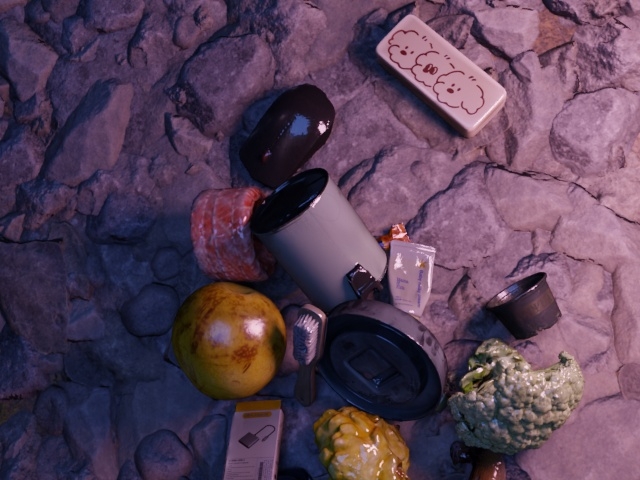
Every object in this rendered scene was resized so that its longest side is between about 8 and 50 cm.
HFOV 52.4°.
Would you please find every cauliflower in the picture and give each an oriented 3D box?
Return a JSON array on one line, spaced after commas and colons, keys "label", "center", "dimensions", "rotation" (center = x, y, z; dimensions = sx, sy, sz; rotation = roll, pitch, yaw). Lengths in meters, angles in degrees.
[{"label": "cauliflower", "center": [0.419, 0.333, 1.441], "dimensions": [0.272, 0.275, 0.250], "rotation": [-58, 33, 27]}]

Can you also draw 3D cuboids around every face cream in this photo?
[{"label": "face cream", "center": [0.212, 0.113, 1.573], "dimensions": [0.114, 0.070, 0.224], "rotation": [11, 78, -4]}]

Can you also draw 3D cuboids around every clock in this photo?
[{"label": "clock", "center": [0.129, 0.269, 1.456], "dimensions": [0.319, 0.319, 0.066], "rotation": [24, 44, 14]}]

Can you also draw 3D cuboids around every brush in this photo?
[{"label": "brush", "center": [-0.037, 0.281, 1.485], "dimensions": [0.070, 0.327, 0.065], "rotation": [23, 43, 21]}]

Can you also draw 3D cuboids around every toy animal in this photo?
[{"label": "toy animal", "center": [0.353, 0.553, 1.463], "dimensions": [0.179, 0.089, 0.188], "rotation": [21, 85, 31]}]

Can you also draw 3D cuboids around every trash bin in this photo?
[{"label": "trash bin", "center": [0.000, 0.000, 1.499], "dimensions": [0.217, 0.277, 0.262], "rotation": [-43, 117, -10]}]

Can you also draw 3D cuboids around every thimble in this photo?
[{"label": "thimble", "center": [-0.205, -0.013, 1.595], "dimensions": [0.162, 0.239, 0.239], "rotation": [-6, 79, 15]}]

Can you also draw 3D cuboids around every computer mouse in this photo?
[{"label": "computer mouse", "center": [-0.088, -0.275, 1.688], "dimensions": [0.168, 0.087, 0.295], "rotation": [41, 92, 12]}]

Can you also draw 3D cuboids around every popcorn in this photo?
[{"label": "popcorn", "center": [0.106, 0.479, 1.448], "dimensions": [0.192, 0.233, 0.266], "rotation": [-47, 49, -5]}]

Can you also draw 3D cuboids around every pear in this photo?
[{"label": "pear", "center": [-0.213, 0.237, 1.535], "dimensions": [0.280, 0.281, 0.281], "rotation": [-2, 80, 11]}]

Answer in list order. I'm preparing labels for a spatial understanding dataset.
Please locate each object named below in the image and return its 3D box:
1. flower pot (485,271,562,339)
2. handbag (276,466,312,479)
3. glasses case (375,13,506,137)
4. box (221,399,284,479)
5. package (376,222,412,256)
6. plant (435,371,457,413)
[{"label": "flower pot", "center": [0.471, 0.154, 1.477], "dimensions": [0.157, 0.157, 0.107], "rotation": [-34, 88, 4]}, {"label": "handbag", "center": [-0.161, 0.700, 1.522], "dimensions": [0.325, 0.118, 0.269], "rotation": [-16, 78, 10]}, {"label": "glasses case", "center": [0.300, -0.416, 1.641], "dimensions": [0.336, 0.076, 0.144], "rotation": [44, 90, 15]}, {"label": "box", "center": [-0.158, 0.500, 1.543], "dimensions": [0.129, 0.033, 0.247], "rotation": [-7, 48, 15]}, {"label": "package", "center": [0.173, 0.009, 1.614], "dimensions": [0.110, 0.033, 0.077], "rotation": [-25, 67, 1]}, {"label": "plant", "center": [0.292, 0.352, 1.522], "dimensions": [0.051, 0.051, 0.102], "rotation": [33, 83, 15]}]
